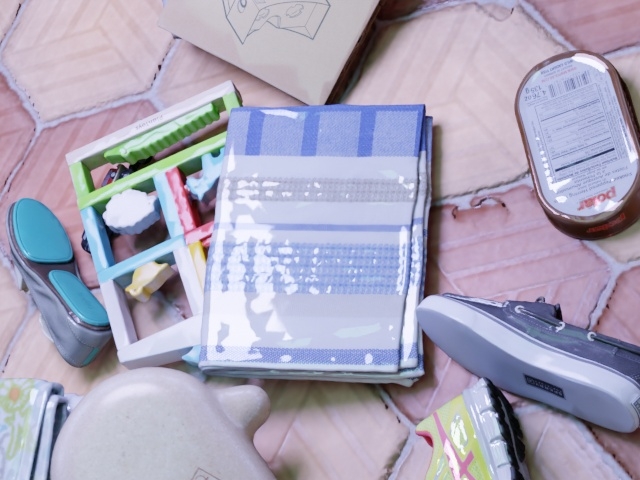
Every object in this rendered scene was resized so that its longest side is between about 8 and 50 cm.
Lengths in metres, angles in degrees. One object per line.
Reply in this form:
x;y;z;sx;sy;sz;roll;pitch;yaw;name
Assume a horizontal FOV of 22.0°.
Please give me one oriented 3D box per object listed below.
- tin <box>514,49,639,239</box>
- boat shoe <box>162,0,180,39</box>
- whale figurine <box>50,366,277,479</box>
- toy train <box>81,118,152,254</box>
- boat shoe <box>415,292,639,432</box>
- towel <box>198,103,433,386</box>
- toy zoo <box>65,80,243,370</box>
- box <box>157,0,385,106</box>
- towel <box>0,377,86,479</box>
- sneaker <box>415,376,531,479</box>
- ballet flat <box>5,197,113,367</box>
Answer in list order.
0.236;-0.090;1.499;0.106;0.040;0.190;-23;57;19;tin
-0.056;-0.257;1.715;0.227;0.079;0.081;-10;84;16;boat shoe
-0.103;0.229;1.458;0.272;0.141;0.216;26;77;9;whale figurine
-0.208;-0.057;1.705;0.036;0.027;0.158;8;68;41;toy train
0.190;0.086;1.408;0.228;0.080;0.076;21;57;36;boat shoe
0.000;0.000;1.539;0.209;0.034;0.285;0;64;9;towel
-0.129;0.001;1.614;0.192;0.030;0.293;-24;61;7;toy zoo
-0.044;-0.244;1.658;0.201;0.021;0.164;29;97;13;box
-0.402;0.296;1.574;0.374;0.090;0.321;-5;63;23;towel
0.130;0.220;1.366;0.094;0.081;0.208;-24;47;16;sneaker
-0.275;0.044;1.662;0.213;0.072;0.068;54;124;38;ballet flat
